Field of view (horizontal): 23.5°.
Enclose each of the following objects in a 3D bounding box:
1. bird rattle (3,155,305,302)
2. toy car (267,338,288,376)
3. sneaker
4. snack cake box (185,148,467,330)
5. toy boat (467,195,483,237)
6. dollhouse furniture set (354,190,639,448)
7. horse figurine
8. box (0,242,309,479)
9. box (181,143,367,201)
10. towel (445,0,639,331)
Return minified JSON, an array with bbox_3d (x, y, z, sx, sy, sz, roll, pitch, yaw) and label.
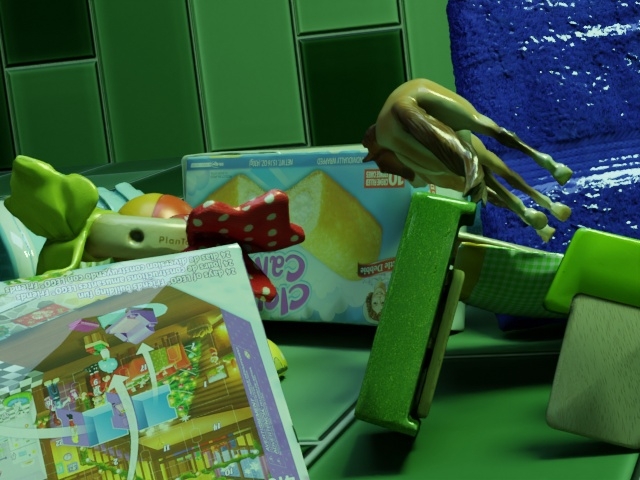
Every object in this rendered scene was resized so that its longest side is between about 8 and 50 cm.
[{"bbox_3d":[-0.137,-0.009,1.303,0.253,0.143,0.207,-5,2,5],"label":"bird rattle"},{"bbox_3d":[-0.151,0.086,1.299,0.239,0.053,0.225,-7,9,-2],"label":"toy car"},{"bbox_3d":[-0.259,0.000,1.689,0.208,0.127,0.319,-10,10,-12],"label":"sneaker"},{"bbox_3d":[0.000,0.000,1.374,0.264,0.152,0.089,0,-4,39],"label":"snack cake box"},{"bbox_3d":[0.216,-0.042,1.533,0.267,0.148,0.318,-11,10,-22],"label":"toy boat"},{"bbox_3d":[0.146,0.073,1.095,0.198,0.151,0.301,13,-3,6],"label":"dollhouse furniture set"},{"bbox_3d":[0.099,-0.062,1.126,0.174,0.066,0.263,32,0,11],"label":"horse figurine"},{"bbox_3d":[-0.153,0.119,0.676,0.293,0.201,0.057,-9,-32,-16],"label":"box"},{"bbox_3d":[0.011,-0.043,1.661,0.148,0.121,0.311,0,4,42],"label":"box"},{"bbox_3d":[0.238,-0.086,1.303,0.228,0.308,0.076,-8,-14,-5],"label":"towel"}]
